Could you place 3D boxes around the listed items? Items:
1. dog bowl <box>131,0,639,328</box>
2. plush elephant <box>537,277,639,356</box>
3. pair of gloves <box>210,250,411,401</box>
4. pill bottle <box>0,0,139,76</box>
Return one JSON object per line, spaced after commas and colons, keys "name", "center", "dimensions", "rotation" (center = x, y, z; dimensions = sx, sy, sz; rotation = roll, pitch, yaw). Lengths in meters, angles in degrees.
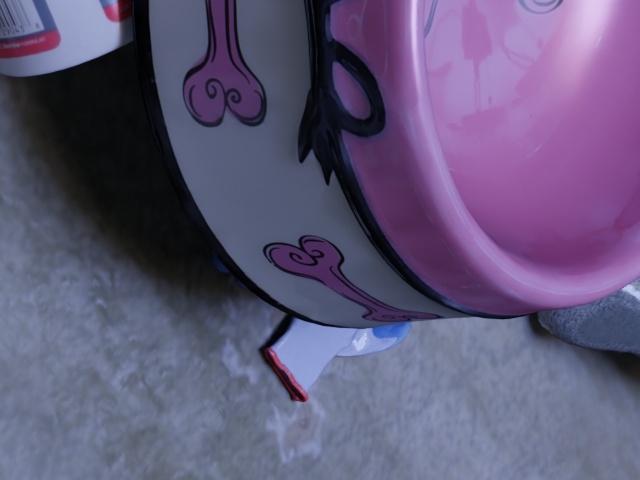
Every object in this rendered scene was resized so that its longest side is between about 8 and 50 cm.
{"name": "dog bowl", "center": [0.097, -0.141, 1.047], "dimensions": [0.408, 0.150, 0.408], "rotation": [-13, 108, -47]}
{"name": "plush elephant", "center": [0.356, -0.009, 1.445], "dimensions": [0.330, 0.272, 0.255], "rotation": [32, 26, -15]}
{"name": "pair of gloves", "center": [0.000, 0.000, 1.203], "dimensions": [0.159, 0.023, 0.198], "rotation": [-52, 126, -33]}
{"name": "pill bottle", "center": [-0.147, -0.182, 0.969], "dimensions": [0.108, 0.108, 0.180], "rotation": [-41, 121, -39]}
